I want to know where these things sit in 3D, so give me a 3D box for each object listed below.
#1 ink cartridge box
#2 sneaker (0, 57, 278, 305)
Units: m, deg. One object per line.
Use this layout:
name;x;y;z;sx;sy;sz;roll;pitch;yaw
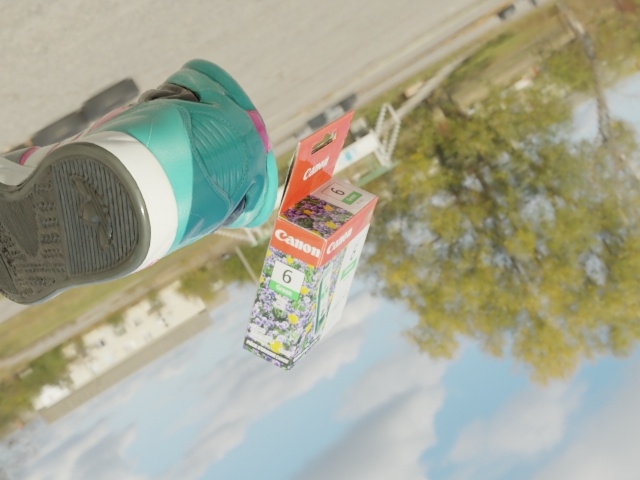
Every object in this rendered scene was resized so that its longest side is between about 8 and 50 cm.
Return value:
ink cartridge box;0.000;0.000;0.482;0.063;0.029;0.115;-40;151;-56
sneaker;-0.133;-0.046;0.697;0.178;0.123;0.296;-28;-165;-38
